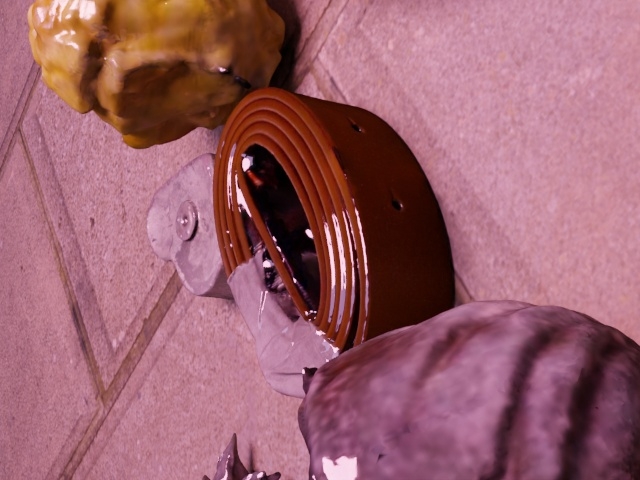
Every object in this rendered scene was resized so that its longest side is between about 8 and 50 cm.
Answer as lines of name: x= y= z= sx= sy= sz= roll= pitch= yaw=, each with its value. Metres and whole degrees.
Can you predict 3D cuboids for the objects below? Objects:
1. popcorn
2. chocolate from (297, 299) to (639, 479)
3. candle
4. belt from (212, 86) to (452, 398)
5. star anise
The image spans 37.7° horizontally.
popcorn: x=-0.182 y=-0.230 z=1.067 sx=0.215 sy=0.286 sz=0.252 roll=-119 pitch=28 yaw=-58
chocolate: x=0.149 y=0.164 z=0.614 sx=0.213 sy=0.303 sz=0.303 roll=-35 pitch=55 yaw=14
candle: x=-0.138 y=-0.026 z=1.153 sx=0.192 sy=0.068 sz=0.169 roll=37 pitch=114 yaw=44
belt: x=0.000 y=0.000 z=0.925 sx=0.217 sy=0.122 sz=0.339 roll=-50 pitch=49 yaw=35
star anise: x=-0.102 y=0.324 z=1.069 sx=0.204 sy=0.061 sz=0.181 roll=-48 pitch=50 yaw=39
